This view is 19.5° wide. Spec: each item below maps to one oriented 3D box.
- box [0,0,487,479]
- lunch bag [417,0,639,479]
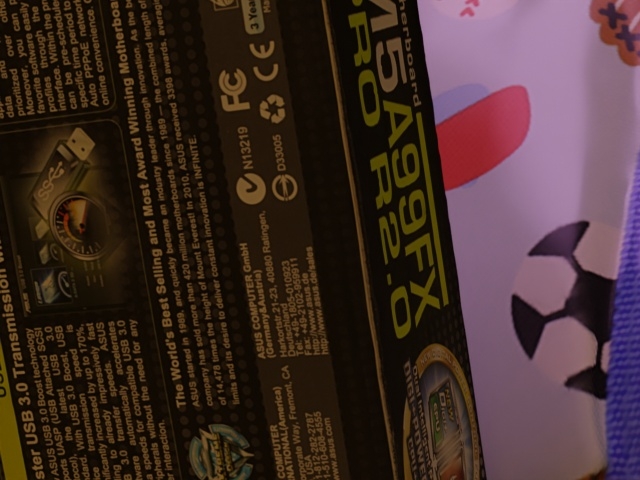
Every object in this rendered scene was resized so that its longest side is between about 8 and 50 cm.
[{"bbox_3d":[-0.078,0.014,0.431,0.216,0.270,0.060,-6,9,23],"label":"box"},{"bbox_3d":[0.000,0.000,0.639,0.328,0.239,0.385,-4,25,23],"label":"lunch bag"}]
